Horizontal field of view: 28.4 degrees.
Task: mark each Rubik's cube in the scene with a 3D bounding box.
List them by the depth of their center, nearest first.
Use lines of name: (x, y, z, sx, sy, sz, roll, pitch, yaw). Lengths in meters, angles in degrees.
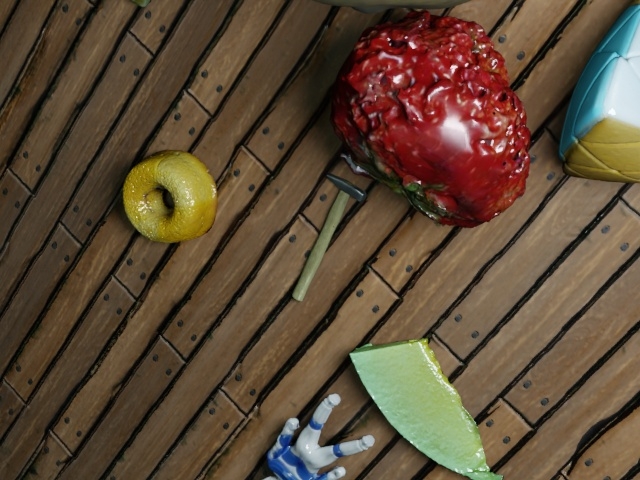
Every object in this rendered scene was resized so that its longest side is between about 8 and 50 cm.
Rubik's cube: (0.345, -0.180, 1.375, 0.254, 0.254, 0.254, 9, 109, 29)

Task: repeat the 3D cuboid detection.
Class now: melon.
melon: (0.155, 0.228, 1.721, 0.114, 0.053, 0.262, -42, 84, 15)

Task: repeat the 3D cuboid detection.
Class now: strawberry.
strawberry: (0.138, -0.158, 1.516, 0.274, 0.274, 0.220, 32, 81, 20)

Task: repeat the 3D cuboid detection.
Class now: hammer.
hammer: (0.000, 0.000, 1.757, 0.062, 0.013, 0.199, 35, 119, 19)

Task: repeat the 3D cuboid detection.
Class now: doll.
doll: (-0.028, 0.321, 1.843, 0.114, 0.057, 0.227, 47, 114, 4)

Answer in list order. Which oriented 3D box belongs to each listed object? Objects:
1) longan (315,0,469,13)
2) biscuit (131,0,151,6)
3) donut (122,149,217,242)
longan: (0.082, -0.400, 1.382, 0.361, 0.361, 0.361, 9, 109, 29)
biscuit: (-0.199, -0.466, 1.731, 0.099, 0.038, 0.322, 47, 123, 15)
donut: (-0.225, -0.061, 1.853, 0.152, 0.058, 0.152, 11, 110, 31)
